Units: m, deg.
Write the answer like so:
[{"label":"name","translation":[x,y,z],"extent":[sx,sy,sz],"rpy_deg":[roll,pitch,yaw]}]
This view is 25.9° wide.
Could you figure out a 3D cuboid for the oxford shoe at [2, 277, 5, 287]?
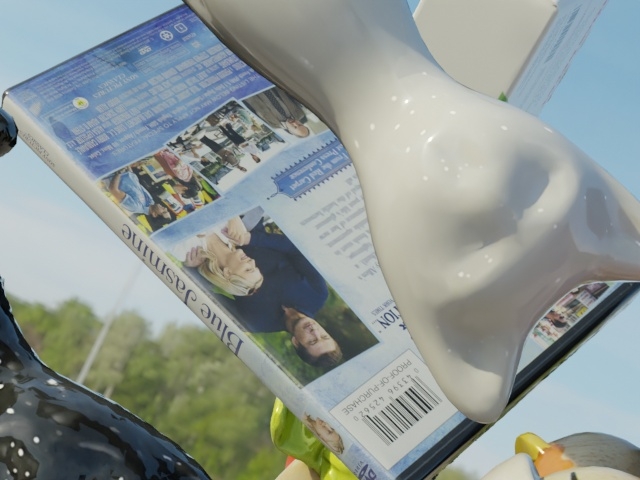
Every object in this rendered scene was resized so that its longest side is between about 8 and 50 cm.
[{"label":"oxford shoe","translation":[-0.294,0.054,0.945],"extent":[0.397,0.146,0.140],"rpy_deg":[43,-10,-1]}]

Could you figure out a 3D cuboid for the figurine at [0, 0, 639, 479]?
[{"label":"figurine","translation":[-0.041,-0.018,0.369],"extent":[0.209,0.215,0.092],"rpy_deg":[56,-2,15]}]

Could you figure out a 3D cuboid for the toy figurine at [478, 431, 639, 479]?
[{"label":"toy figurine","translation":[0.125,0.130,0.358],"extent":[0.148,0.213,0.209],"rpy_deg":[-20,-5,7]}]

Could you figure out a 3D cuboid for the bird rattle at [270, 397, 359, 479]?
[{"label":"bird rattle","translation":[-0.003,0.208,1.134],"extent":[0.143,0.253,0.207],"rpy_deg":[39,23,22]}]

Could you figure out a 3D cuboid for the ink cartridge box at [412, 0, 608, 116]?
[{"label":"ink cartridge box","translation":[0.174,-0.197,1.343],"extent":[0.117,0.201,0.278],"rpy_deg":[35,30,11]}]

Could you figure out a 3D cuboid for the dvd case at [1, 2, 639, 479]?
[{"label":"dvd case","translation":[0.004,-0.019,0.633],"extent":[0.253,0.180,0.022],"rpy_deg":[43,-38,17]}]
